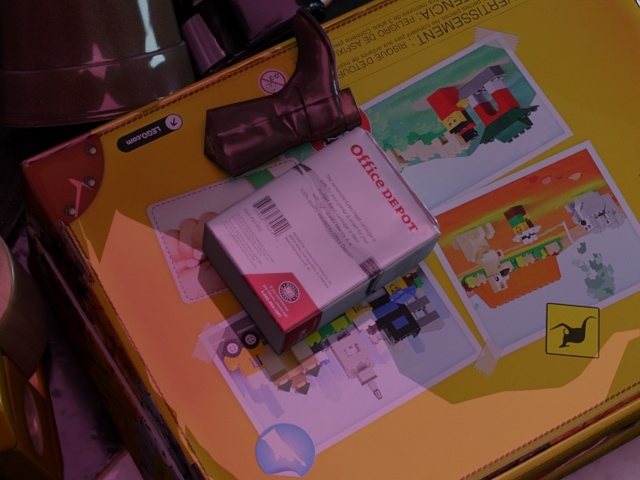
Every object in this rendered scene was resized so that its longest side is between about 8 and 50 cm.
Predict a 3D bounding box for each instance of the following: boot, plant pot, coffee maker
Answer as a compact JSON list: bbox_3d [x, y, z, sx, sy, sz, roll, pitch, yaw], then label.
[{"bbox_3d":[-0.041,-0.107,1.337,0.114,0.037,0.106,-21,70,-9],"label":"boot"},{"bbox_3d":[-0.186,-0.185,1.443,0.167,0.167,0.165,-11,104,-11],"label":"plant pot"},{"bbox_3d":[-0.072,-0.241,1.524,0.171,0.120,0.178,-35,87,25],"label":"coffee maker"}]

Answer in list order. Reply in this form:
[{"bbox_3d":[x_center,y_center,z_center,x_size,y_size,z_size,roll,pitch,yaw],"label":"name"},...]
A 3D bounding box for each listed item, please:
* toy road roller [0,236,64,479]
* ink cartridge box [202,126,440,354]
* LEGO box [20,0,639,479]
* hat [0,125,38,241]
[{"bbox_3d":[-0.310,0.161,1.321,0.240,0.202,0.329,-11,72,0],"label":"toy road roller"},{"bbox_3d":[0.000,0.000,1.285,0.135,0.056,0.099,-32,76,-17],"label":"ink cartridge box"},{"bbox_3d":[0.074,0.025,1.419,0.500,0.193,0.372,-26,74,-15],"label":"LEGO box"},{"bbox_3d":[-0.385,-0.079,1.437,0.331,0.134,0.331,3,69,-7],"label":"hat"}]
